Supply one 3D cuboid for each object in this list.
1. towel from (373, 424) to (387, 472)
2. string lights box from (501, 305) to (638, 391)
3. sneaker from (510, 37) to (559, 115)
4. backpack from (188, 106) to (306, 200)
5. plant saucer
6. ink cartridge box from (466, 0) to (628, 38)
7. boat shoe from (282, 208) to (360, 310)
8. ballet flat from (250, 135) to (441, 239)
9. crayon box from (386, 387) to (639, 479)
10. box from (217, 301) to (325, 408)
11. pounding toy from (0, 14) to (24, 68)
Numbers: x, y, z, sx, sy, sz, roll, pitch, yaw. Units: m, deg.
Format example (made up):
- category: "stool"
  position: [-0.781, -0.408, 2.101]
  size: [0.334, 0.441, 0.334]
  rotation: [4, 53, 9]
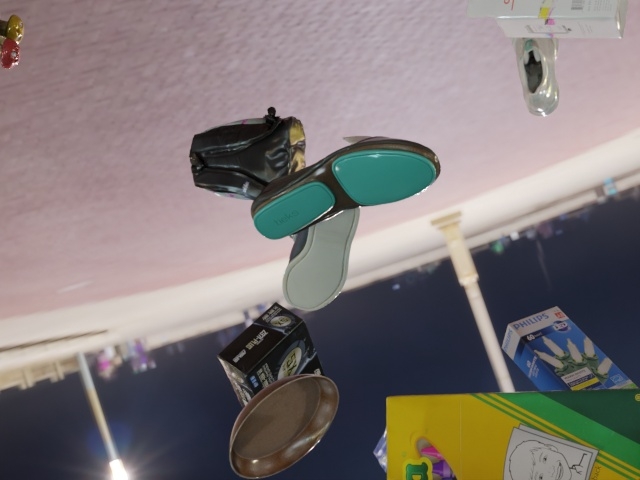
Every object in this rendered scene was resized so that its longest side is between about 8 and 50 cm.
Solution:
- category: "towel"
  position: [0.189, 0.479, 1.726]
  size: [0.040, 0.336, 0.243]
  rotation: [-18, 150, -17]
- category: "string lights box"
  position: [0.498, 0.258, 1.925]
  size: [0.133, 0.259, 0.077]
  rotation: [-17, 135, -24]
- category: "sneaker"
  position: [0.361, -0.323, 1.622]
  size: [0.080, 0.212, 0.094]
  rotation: [-15, 160, 23]
- category: "backpack"
  position: [-0.115, -0.124, 1.523]
  size: [0.182, 0.152, 0.115]
  rotation: [-1, 174, 23]
- category: "plant saucer"
  position: [-0.051, 0.233, 1.230]
  size: [0.168, 0.029, 0.168]
  rotation: [-26, 138, -26]
- category: "ink cartridge box"
  position: [0.303, -0.333, 1.267]
  size: [0.198, 0.115, 0.067]
  rotation: [8, 170, 27]
- category: "boat shoe"
  position: [0.000, 0.000, 1.408]
  size: [0.095, 0.079, 0.254]
  rotation: [9, 133, -4]
- category: "ballet flat"
  position: [0.029, -0.086, 1.245]
  size: [0.280, 0.095, 0.096]
  rotation: [-17, -147, 28]
- category: "crayon box"
  position: [0.233, 0.356, 1.084]
  size: [0.313, 0.363, 0.106]
  rotation: [-8, 164, 30]
- category: "box"
  position: [-0.083, 0.227, 1.707]
  size: [0.077, 0.180, 0.147]
  rotation: [29, -120, 37]
- category: "pounding toy"
  position: [-0.566, -0.338, 1.663]
  size: [0.110, 0.183, 0.237]
  rotation: [10, 164, -7]
